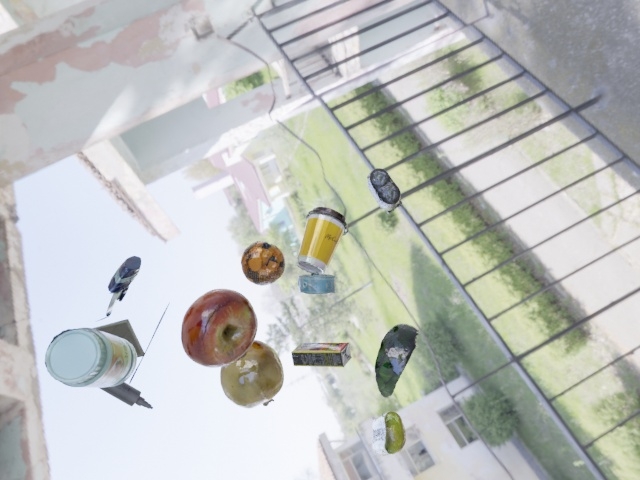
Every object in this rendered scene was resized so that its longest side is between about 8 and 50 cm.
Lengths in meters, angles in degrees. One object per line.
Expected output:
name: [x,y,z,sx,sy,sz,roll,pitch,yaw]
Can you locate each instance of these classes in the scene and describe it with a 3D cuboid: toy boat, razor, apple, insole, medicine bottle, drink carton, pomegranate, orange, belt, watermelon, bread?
toy boat: [-0.743,0.174,1.736,0.070,0.292,0.210,31,-140,-8]
razor: [0.291,-0.221,2.129,0.189,0.107,0.327,58,-173,7]
apple: [-0.355,0.296,1.609,0.206,0.272,0.251,11,164,45]
insole: [-0.496,0.295,1.360,0.005,0.254,0.086,26,165,-14]
medicine bottle: [-0.662,0.528,1.605,0.199,0.058,0.057,37,179,-15]
drink carton: [0.003,0.338,1.378,0.071,0.165,0.056,-21,-78,-62]
pomegranate: [-0.302,0.620,2.137,0.319,0.318,0.319,61,172,15]
orange: [-0.299,0.119,2.421,0.235,0.234,0.182,65,169,-16]
belt: [-0.015,0.157,1.737,0.162,0.147,0.082,-3,87,45]
watermelon: [0.281,0.414,1.703,0.122,0.301,0.129,16,144,24]
bread: [0.297,0.833,2.009,0.384,0.112,0.167,95,179,-64]
medicine bottle: [-0.647,0.340,1.341,0.158,0.158,0.318,61,168,13]

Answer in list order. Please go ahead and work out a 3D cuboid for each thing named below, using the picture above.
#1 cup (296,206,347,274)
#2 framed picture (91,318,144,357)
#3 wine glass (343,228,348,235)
cup: [0.000,0.000,2.067,0.196,0.280,0.196,17,158,7]
framed picture: [-0.919,0.453,2.036,0.023,0.259,0.189,-85,-21,-70]
wine glass: [0.084,-0.068,2.556,0.155,0.072,0.072,17,135,61]
